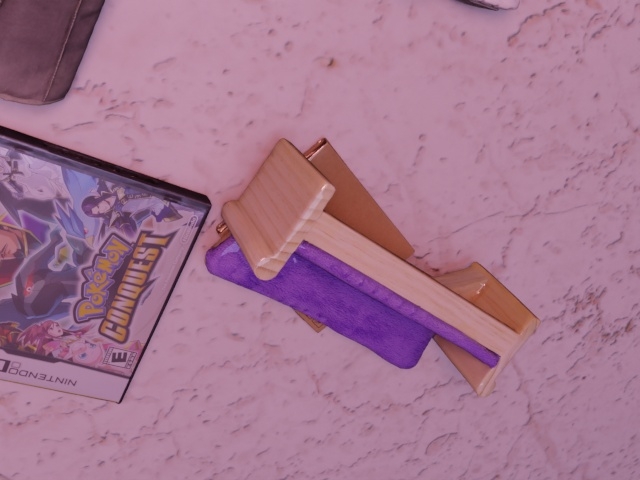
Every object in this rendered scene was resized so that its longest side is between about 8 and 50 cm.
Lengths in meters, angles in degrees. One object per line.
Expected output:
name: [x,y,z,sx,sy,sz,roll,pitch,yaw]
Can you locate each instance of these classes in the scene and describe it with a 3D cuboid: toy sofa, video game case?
toy sofa: [0.058,0.058,0.914,0.362,0.150,0.177,31,101,-31]
video game case: [-0.285,0.038,0.866,0.248,0.035,0.275,19,108,-27]

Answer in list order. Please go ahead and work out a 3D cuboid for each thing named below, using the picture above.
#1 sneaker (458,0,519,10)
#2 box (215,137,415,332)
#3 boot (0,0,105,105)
sneaker: [0.118,-0.314,0.817,0.232,0.090,0.115,5,108,-33]
box: [0.000,0.000,0.963,0.164,0.021,0.201,-40,122,2]
boot: [-0.209,-0.220,0.737,0.190,0.076,0.208,0,124,-41]
